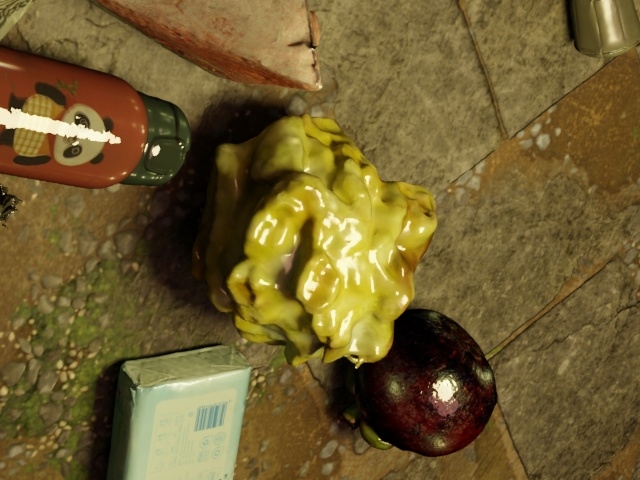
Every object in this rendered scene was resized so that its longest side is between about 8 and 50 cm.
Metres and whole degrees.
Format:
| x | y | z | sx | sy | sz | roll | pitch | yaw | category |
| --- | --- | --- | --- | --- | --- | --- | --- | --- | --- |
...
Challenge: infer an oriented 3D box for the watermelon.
| x | y | z | sx | sy | sz | roll | pitch | yaw | category |
| --- | --- | --- | --- | --- | --- | --- | --- | --- | --- |
| -0.129 | -0.256 | 1.744 | 0.250 | 0.293 | 0.283 | -15 | 139 | 10 | watermelon |

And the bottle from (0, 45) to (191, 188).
| x | y | z | sx | sy | sz | roll | pitch | yaw | category |
| --- | --- | --- | --- | --- | --- | --- | --- | --- | --- |
| -0.299 | -0.136 | 1.748 | 0.336 | 0.144 | 0.144 | 9 | 109 | -42 | bottle |

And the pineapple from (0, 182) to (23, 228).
| x | y | z | sx | sy | sz | roll | pitch | yaw | category |
| --- | --- | --- | --- | --- | --- | --- | --- | --- | --- |
| -0.386 | -0.009 | 1.815 | 0.058 | 0.058 | 0.124 | 30 | 89 | -43 | pineapple |

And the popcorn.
| x | y | z | sx | sy | sz | roll | pitch | yaw | category |
| --- | --- | --- | --- | --- | --- | --- | --- | --- | --- |
| -0.017 | 0.001 | 1.940 | 0.312 | 0.312 | 0.312 | -17 | 124 | -28 | popcorn |

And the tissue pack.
| x | y | z | sx | sy | sz | roll | pitch | yaw | category |
| --- | --- | --- | --- | --- | --- | --- | --- | --- | --- |
| -0.197 | 0.276 | 2.088 | 0.177 | 0.089 | 0.263 | -7 | 121 | -32 | tissue pack |

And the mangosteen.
| x | y | z | sx | sy | sz | roll | pitch | yaw | category |
| --- | --- | --- | --- | --- | --- | --- | --- | --- | --- |
| 0.139 | 0.213 | 2.214 | 0.216 | 0.216 | 0.216 | -17 | 124 | -28 | mangosteen |

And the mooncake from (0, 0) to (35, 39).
| x | y | z | sx | sy | sz | roll | pitch | yaw | category |
| --- | --- | --- | --- | --- | --- | --- | --- | --- | --- |
| -0.350 | -0.352 | 1.589 | 0.250 | 0.136 | 0.254 | -48 | 132 | 1 | mooncake |

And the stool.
| x | y | z | sx | sy | sz | roll | pitch | yaw | category |
| --- | --- | --- | --- | --- | --- | --- | --- | --- | --- |
| 0.396 | -0.316 | 2.188 | 0.096 | 0.096 | 0.110 | -29 | 123 | -20 | stool |
